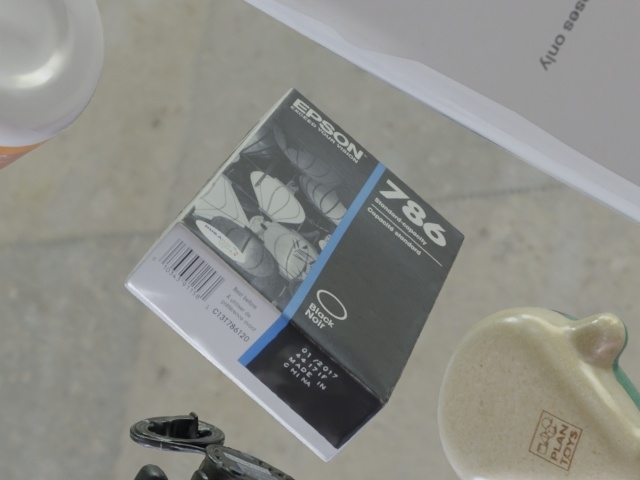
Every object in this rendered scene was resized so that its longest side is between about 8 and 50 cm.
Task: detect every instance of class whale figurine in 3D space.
[{"bbox_3d":[0.232,0.165,1.675,0.272,0.141,0.216,25,103,40],"label":"whale figurine"}]

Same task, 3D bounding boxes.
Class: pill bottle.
[{"bbox_3d":[-0.214,-0.076,0.987,0.216,0.121,0.121,-24,53,48],"label":"pill bottle"}]

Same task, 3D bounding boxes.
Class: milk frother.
[{"bbox_3d":[-0.091,0.201,1.335,0.134,0.129,0.143,-62,10,6],"label":"milk frother"}]

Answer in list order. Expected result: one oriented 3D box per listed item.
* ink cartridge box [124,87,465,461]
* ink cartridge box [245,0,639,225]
[{"bbox_3d":[0.000,0.000,1.258,0.065,0.165,0.332,-47,5,24],"label":"ink cartridge box"},{"bbox_3d":[0.061,-0.081,0.486,0.114,0.273,0.197,-59,38,6],"label":"ink cartridge box"}]
